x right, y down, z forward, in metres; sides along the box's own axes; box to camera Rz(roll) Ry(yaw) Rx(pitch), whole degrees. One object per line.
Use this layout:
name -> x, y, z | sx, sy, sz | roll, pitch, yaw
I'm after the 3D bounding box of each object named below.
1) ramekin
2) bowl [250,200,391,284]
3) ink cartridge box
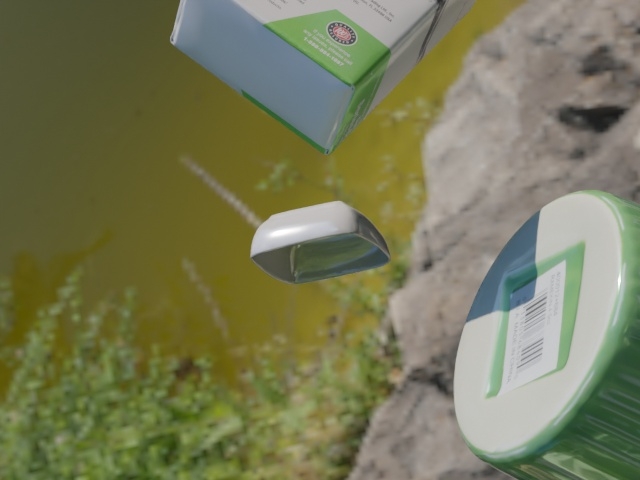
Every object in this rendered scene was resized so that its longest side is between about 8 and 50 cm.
ramekin -> 0.254, 0.101, 1.651 | 0.303, 0.148, 0.303 | -49, 27, 36
bowl -> 0.000, 0.000, 2.050 | 0.142, 0.142, 0.053 | -12, 68, 18
ink cartridge box -> 0.018, -0.244, 1.752 | 0.198, 0.273, 0.115 | 36, 144, 10
